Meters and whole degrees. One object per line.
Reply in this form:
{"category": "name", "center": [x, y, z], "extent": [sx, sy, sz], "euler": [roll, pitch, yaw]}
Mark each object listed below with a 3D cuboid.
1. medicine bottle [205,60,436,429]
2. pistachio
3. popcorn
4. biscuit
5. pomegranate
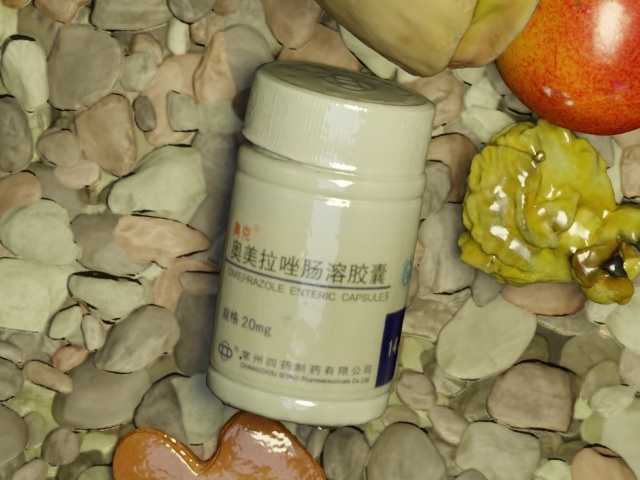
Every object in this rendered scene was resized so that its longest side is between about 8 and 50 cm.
{"category": "medicine bottle", "center": [0.000, 0.000, 1.917], "extent": [0.189, 0.190, 0.332], "euler": [8, 102, 0]}
{"category": "pistachio", "center": [0.091, -0.332, 1.720], "extent": [0.281, 0.445, 0.365], "euler": [-6, 108, -14]}
{"category": "popcorn", "center": [0.239, -0.030, 1.935], "extent": [0.195, 0.173, 0.168], "euler": [14, 80, 8]}
{"category": "biscuit", "center": [-0.112, 0.252, 2.052], "extent": [0.192, 0.036, 0.186], "euler": [-36, 97, 7]}
{"category": "pomegranate", "center": [0.252, -0.217, 1.857], "extent": [0.256, 0.221, 0.221], "euler": [15, 103, 25]}
